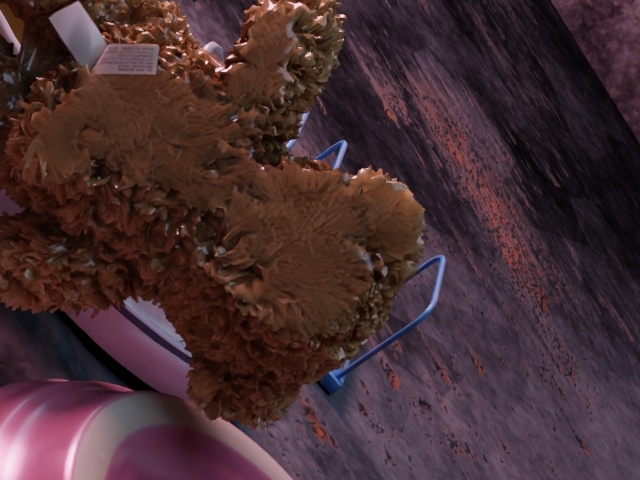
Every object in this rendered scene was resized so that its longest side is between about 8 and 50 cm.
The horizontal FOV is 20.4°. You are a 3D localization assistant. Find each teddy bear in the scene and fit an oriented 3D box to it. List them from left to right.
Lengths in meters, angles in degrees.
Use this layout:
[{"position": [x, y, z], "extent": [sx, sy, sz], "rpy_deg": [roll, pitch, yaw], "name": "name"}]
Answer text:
[{"position": [-0.097, -0.052, 0.970], "extent": [0.338, 0.245, 0.113], "rpy_deg": [24, -16, 8], "name": "teddy bear"}]

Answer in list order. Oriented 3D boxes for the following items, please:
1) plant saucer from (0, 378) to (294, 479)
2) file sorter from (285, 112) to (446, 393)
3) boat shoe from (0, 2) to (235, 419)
[{"position": [-0.064, 0.204, 0.907], "extent": [0.332, 0.084, 0.332], "rpy_deg": [43, 25, -26], "name": "plant saucer"}, {"position": [0.000, 0.000, 1.310], "extent": [0.170, 0.104, 0.118], "rpy_deg": [49, 23, -13], "name": "file sorter"}, {"position": [-0.116, -0.058, 1.089], "extent": [0.367, 0.156, 0.136], "rpy_deg": [50, 23, -9], "name": "boat shoe"}]
